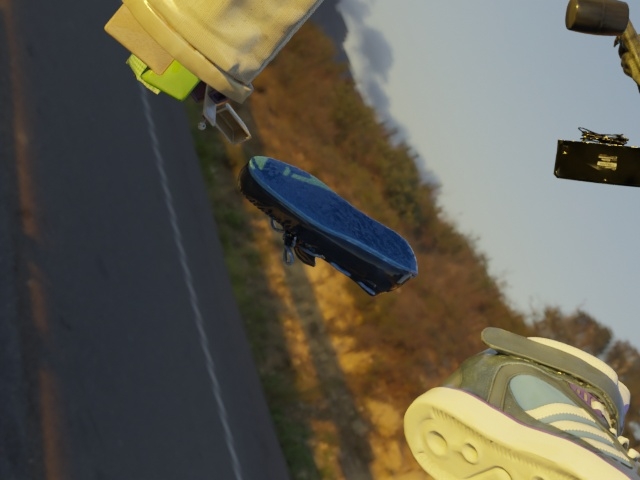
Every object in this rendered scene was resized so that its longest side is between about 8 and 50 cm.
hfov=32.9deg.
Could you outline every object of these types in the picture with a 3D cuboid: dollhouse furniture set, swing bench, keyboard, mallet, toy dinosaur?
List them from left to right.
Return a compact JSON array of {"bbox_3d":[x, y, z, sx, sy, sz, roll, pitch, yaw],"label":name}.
[{"bbox_3d":[-0.209,-0.313,1.405,0.151,0.197,0.301,39,0,-23],"label":"dollhouse furniture set"},{"bbox_3d":[-0.115,-0.157,1.416,0.114,0.091,0.081,51,28,-42],"label":"dollhouse furniture set"},{"bbox_3d":[-0.061,-0.311,1.020,0.165,0.253,0.254,34,25,-23],"label":"swing bench"},{"bbox_3d":[0.277,-0.279,1.188,0.189,0.062,0.039,-105,-161,-51],"label":"mallet"},{"bbox_3d":[0.536,-0.154,2.016,0.038,0.192,0.100,-3,101,-72],"label":"keyboard"},{"bbox_3d":[0.403,-0.223,1.357,0.268,0.064,0.118,60,29,1],"label":"toy dinosaur"}]

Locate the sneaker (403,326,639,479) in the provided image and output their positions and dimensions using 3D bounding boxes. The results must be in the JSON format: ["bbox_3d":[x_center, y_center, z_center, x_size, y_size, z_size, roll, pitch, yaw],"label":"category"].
[{"bbox_3d":[0.262,0.195,1.008,0.323,0.236,0.130,30,-53,37],"label":"sneaker"}]

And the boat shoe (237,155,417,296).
[{"bbox_3d":[0.000,0.000,1.289,0.258,0.089,0.109,35,31,-20],"label":"boat shoe"}]
